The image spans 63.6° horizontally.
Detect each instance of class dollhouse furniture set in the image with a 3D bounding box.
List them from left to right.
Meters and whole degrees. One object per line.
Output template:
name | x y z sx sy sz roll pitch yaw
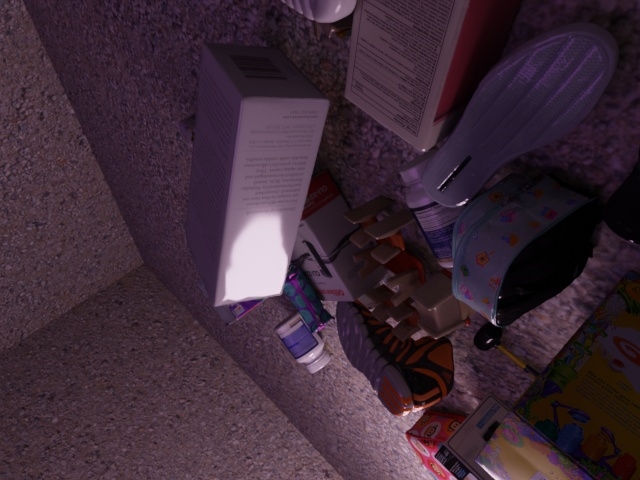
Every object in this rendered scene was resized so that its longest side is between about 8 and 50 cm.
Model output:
dollhouse furniture set | 0.032 -0.307 0.739 0.151 0.076 0.058 -110 11 -45
dollhouse furniture set | 0.182 0.064 0.973 0.259 0.135 0.262 38 152 53

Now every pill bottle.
pill bottle | -0.054 0.328 1.664 0.186 0.112 0.112 55 154 0
pill bottle | 0.191 -0.051 0.805 0.169 0.094 0.094 60 154 -12

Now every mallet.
mallet | 0.361 0.227 0.937 0.190 0.039 0.062 43 153 12

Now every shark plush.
shark plush | 0.139 0.154 1.232 0.161 0.073 0.067 -12 133 41

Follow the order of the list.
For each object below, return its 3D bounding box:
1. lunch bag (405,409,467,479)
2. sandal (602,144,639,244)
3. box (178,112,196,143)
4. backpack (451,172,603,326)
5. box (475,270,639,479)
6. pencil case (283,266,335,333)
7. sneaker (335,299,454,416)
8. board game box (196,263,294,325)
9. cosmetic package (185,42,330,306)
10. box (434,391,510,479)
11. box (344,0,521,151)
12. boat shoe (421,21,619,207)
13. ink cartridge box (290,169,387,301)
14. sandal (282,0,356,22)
lunch bag | 0.346 0.564 1.274 0.293 0.120 0.258 54 155 -2
sandal | 0.364 -0.081 0.523 0.097 0.054 0.254 36 149 32
box | -0.260 -0.264 1.338 0.324 0.067 0.063 26 144 43
backpack | 0.252 0.013 0.674 0.144 0.188 0.165 34 149 35
box | 0.399 0.241 0.604 0.290 0.279 0.177 40 151 28
pencil case | -0.034 0.137 1.191 0.151 0.064 0.070 56 171 -9
sneaker | 0.166 0.232 1.128 0.321 0.180 0.124 55 146 43
board game box | -0.163 0.080 1.353 0.142 0.275 0.144 54 154 0
cosmetic package | -0.144 -0.116 1.004 0.230 0.162 0.453 57 142 41
box | 0.396 0.469 1.022 0.290 0.169 0.087 42 150 26
box | 0.132 -0.253 0.620 0.149 0.127 0.232 42 152 23
boat shoe | 0.224 -0.150 0.625 0.109 0.094 0.302 40 148 -2
ink cartridge box | 0.000 0.000 1.168 0.272 0.114 0.197 58 155 -11
sandal | -0.031 -0.418 0.699 0.169 0.102 0.416 90 158 -53
